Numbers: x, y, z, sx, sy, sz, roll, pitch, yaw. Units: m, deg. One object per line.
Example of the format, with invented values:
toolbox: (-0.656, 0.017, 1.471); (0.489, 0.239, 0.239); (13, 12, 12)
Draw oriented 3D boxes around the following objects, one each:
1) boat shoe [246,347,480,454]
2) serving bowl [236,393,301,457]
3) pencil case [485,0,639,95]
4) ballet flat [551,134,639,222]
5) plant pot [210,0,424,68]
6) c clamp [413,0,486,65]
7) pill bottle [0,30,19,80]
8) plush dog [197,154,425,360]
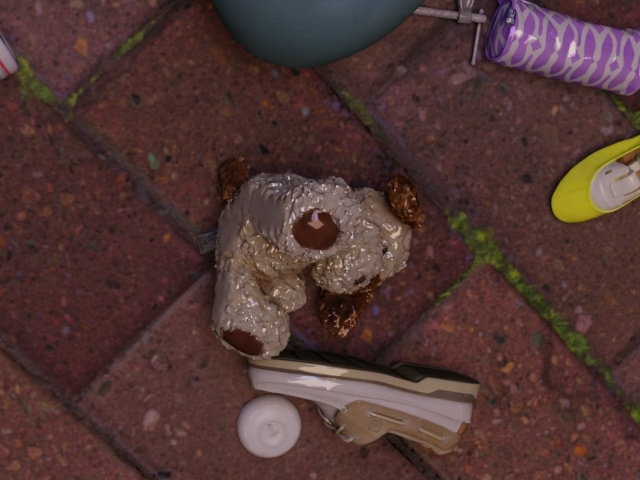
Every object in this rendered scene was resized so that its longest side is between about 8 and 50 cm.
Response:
boat shoe: (0.050, 0.200, 1.545); (0.302, 0.113, 0.103); (11, 95, -16)
serving bowl: (-0.062, 0.235, 1.573); (0.083, 0.027, 0.083); (-3, 103, -12)
pencil case: (0.297, -0.236, 1.516); (0.206, 0.086, 0.088); (13, 73, -17)
ballet flat: (0.397, -0.091, 1.573); (0.231, 0.077, 0.077); (-29, 108, -5)
plant pot: (-0.014, -0.300, 1.350); (0.290, 0.290, 0.195); (9, 136, -15)
c clamp: (0.128, -0.290, 1.492); (0.160, 0.022, 0.137); (10, 100, -14)
pill bottle: (-0.415, -0.184, 1.359); (0.160, 0.087, 0.087); (-30, 108, -5)
plush dog: (0.000, 0.000, 1.475); (0.225, 0.211, 0.262); (10, 129, -29)
